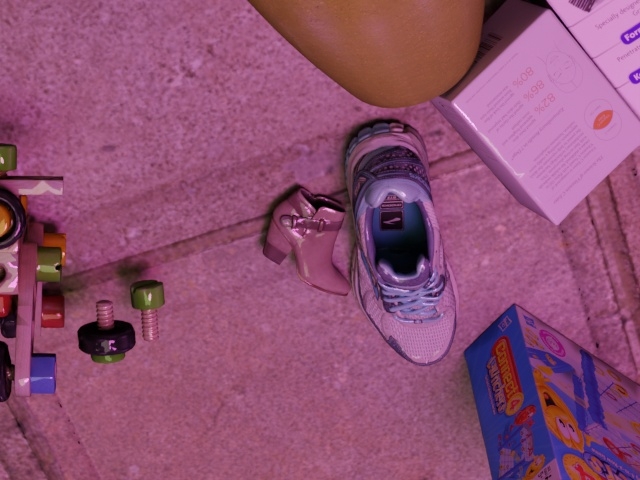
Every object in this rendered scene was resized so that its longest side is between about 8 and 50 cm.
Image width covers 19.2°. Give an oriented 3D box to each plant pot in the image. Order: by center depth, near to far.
[{"bbox_3d":[0.040,-0.265,1.684,0.275,0.275,0.293,-20,138,8],"label":"plant pot"}]

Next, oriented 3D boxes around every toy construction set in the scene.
[{"bbox_3d":[-0.347,0.009,1.867,0.309,0.257,0.237,3,106,20],"label":"toy construction set"}]

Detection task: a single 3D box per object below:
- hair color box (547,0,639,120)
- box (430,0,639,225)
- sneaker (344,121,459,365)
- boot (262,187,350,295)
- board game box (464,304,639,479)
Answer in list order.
[{"bbox_3d":[0.357,-0.205,1.815,0.185,0.110,0.339,-32,121,17],"label":"hair color box"},{"bbox_3d":[0.204,-0.124,1.808,0.130,0.091,0.170,-44,113,-3],"label":"box"},{"bbox_3d":[0.079,0.027,1.933,0.110,0.122,0.283,-13,123,4],"label":"sneaker"},{"bbox_3d":[0.000,0.000,1.958,0.118,0.042,0.087,26,115,-20],"label":"boot"},{"bbox_3d":[0.309,0.252,1.990,0.308,0.302,0.086,32,115,-23],"label":"board game box"}]
